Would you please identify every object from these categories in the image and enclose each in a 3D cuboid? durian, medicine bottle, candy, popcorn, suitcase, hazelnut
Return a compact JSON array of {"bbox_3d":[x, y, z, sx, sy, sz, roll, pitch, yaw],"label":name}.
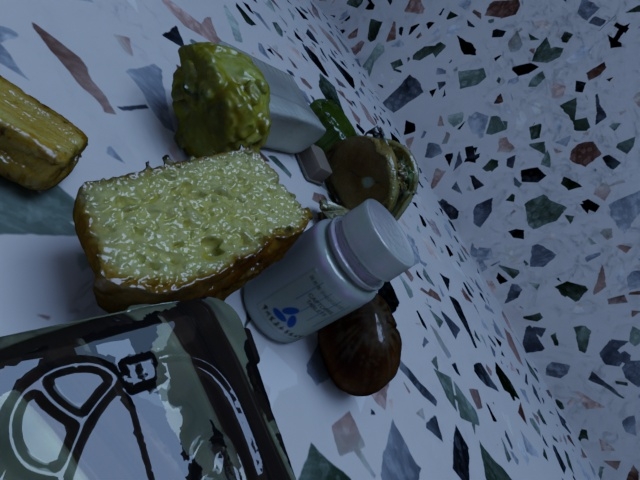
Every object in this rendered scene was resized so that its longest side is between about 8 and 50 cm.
[{"bbox_3d":[0.039,-0.066,1.146,0.140,0.071,0.110,-15,68,-48],"label":"durian"},{"bbox_3d":[0.011,0.057,0.727,0.170,0.293,0.170,38,31,-29],"label":"medicine bottle"},{"bbox_3d":[-0.153,-0.356,1.072,0.208,0.145,0.359,60,27,9],"label":"candy"},{"bbox_3d":[-0.201,-0.273,0.816,0.192,0.233,0.266,-21,39,-37],"label":"popcorn"},{"bbox_3d":[-0.187,0.236,0.327,0.339,0.194,0.351,-6,69,-52],"label":"suitcase"},{"bbox_3d":[0.088,0.200,0.817,0.181,0.181,0.212,27,38,-41],"label":"hazelnut"}]

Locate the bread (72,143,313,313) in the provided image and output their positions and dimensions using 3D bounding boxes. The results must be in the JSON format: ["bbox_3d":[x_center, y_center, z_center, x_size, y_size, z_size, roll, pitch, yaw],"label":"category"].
[{"bbox_3d":[-0.187,0.002,0.583,0.194,0.179,0.340,53,42,6],"label":"bread"}]

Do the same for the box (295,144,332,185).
[{"bbox_3d":[-0.019,-0.241,1.251,0.089,0.062,0.122,11,52,-54],"label":"box"}]

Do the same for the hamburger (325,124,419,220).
[{"bbox_3d":[0.166,-0.199,1.296,0.195,0.277,0.318,-2,67,-50],"label":"hamburger"}]

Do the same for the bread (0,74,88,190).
[{"bbox_3d":[-0.411,-0.153,0.496,0.211,0.083,0.114,41,26,-28],"label":"bread"}]

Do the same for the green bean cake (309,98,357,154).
[{"bbox_3d":[0.036,-0.415,1.473,0.200,0.113,0.214,54,28,-6],"label":"green bean cake"}]
